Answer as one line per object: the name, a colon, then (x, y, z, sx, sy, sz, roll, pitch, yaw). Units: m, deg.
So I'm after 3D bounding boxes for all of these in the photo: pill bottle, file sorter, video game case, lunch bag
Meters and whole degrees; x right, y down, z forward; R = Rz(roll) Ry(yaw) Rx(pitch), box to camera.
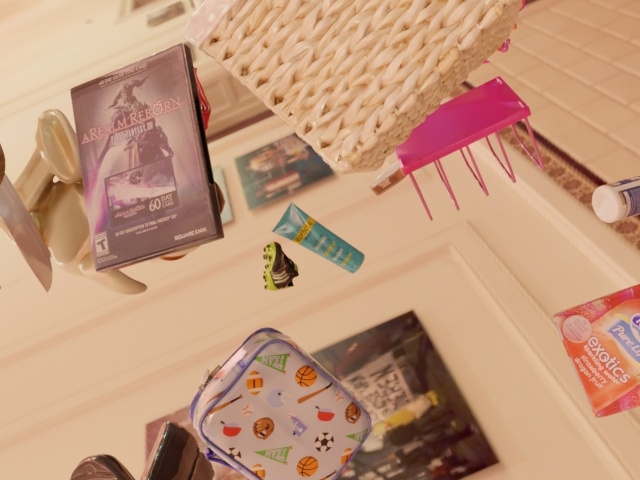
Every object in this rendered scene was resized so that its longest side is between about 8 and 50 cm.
pill bottle: (0.545, -0.076, 1.187, 0.067, 0.120, 0.067, 165, 90, -74)
file sorter: (0.332, -0.201, 1.549, 0.182, 0.290, 0.202, 59, -168, -31)
video game case: (-0.243, -0.111, 0.929, 0.026, 0.196, 0.274, 14, -117, -68)
lunch bag: (-0.076, 0.315, 1.196, 0.303, 0.243, 0.115, 44, 172, -19)

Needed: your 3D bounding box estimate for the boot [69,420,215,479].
boot: (-0.411, 0.571, 1.647, 0.445, 0.146, 0.367, -64, -41, -72)

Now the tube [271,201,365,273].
tube: (0.000, 0.000, 1.487, 0.207, 0.080, 0.052, 31, -168, -15)

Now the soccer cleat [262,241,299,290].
soccer cleat: (-0.080, 0.051, 1.387, 0.179, 0.072, 0.060, 101, 161, -62)

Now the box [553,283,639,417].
box: (0.379, 0.133, 0.866, 0.257, 0.122, 0.128, 19, -130, -70)

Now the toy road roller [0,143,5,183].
toy road roller: (-0.531, -0.002, 0.777, 0.202, 0.329, 0.241, -5, 102, 44)

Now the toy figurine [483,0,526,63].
toy figurine: (0.362, -0.458, 1.441, 0.130, 0.173, 0.159, -45, -40, -65)

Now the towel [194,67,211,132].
towel: (-0.244, -0.167, 1.285, 0.199, 0.031, 0.275, -115, 30, -48)

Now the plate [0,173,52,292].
plate: (-0.536, -0.073, 1.143, 0.278, 0.045, 0.277, 53, 158, 16)

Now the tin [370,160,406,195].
tin: (0.218, -0.198, 2.026, 0.040, 0.106, 0.189, 47, 143, -8)

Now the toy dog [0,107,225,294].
toy dog: (-0.390, -0.074, 1.434, 0.395, 0.285, 0.408, 42, -158, 24)

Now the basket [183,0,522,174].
basket: (0.062, -0.279, 0.894, 0.266, 0.328, 0.331, 45, -168, 3)
